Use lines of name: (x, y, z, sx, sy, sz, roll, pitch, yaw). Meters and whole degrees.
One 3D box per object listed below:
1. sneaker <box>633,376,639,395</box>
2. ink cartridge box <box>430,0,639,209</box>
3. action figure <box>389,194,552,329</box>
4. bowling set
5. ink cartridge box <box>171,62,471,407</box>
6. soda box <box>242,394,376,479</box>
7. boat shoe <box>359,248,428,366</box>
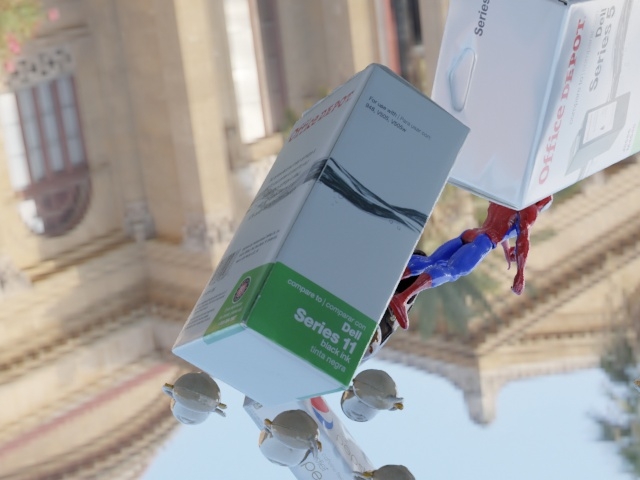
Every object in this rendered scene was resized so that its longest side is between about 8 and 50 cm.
sneaker: (0.435, 0.194, 1.868, 0.037, 0.083, 0.032, -45, -123, -4)
ink cartridge box: (0.225, -0.164, 1.326, 0.115, 0.198, 0.273, 26, -149, 30)
action figure: (0.198, 0.037, 1.811, 0.280, 0.139, 0.091, -37, -147, -19)
bowling set: (-0.003, 0.144, 1.476, 0.287, 0.199, 0.154, 23, 163, -2)
ink cartridge box: (0.000, 0.000, 0.987, 0.208, 0.087, 0.153, -63, -165, -20)
soda box: (-0.007, 0.250, 1.768, 0.069, 0.216, 0.074, -30, -161, 16)
boat shoe: (0.075, 0.080, 1.818, 0.073, 0.073, 0.207, -37, -167, 42)
